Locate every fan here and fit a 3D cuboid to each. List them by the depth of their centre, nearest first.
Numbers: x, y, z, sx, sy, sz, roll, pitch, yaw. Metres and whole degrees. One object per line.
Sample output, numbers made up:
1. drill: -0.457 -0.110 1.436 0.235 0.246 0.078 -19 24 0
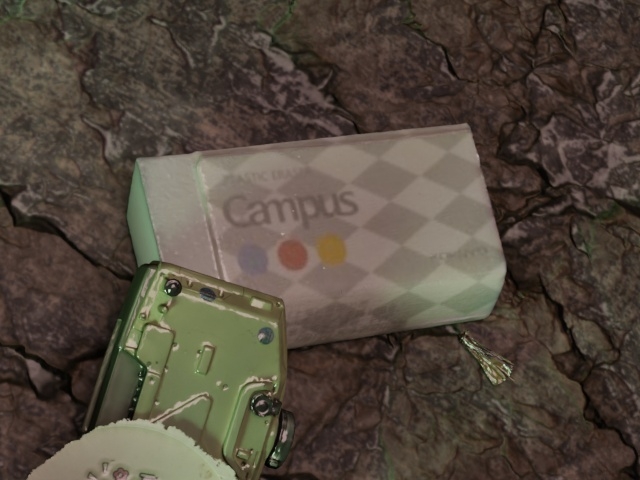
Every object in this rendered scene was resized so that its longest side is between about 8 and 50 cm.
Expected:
1. fan: -0.198 0.370 1.567 0.233 0.012 0.414 13 83 -16

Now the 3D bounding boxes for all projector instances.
1. projector: -0.123 0.171 1.645 0.193 0.088 0.269 18 86 -17

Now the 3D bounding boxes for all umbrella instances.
1. umbrella: 0.186 0.132 1.879 0.083 0.020 0.031 42 100 -4

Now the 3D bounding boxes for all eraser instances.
1. eraser: 0.001 0.000 1.810 0.397 0.082 0.213 -7 73 -25
